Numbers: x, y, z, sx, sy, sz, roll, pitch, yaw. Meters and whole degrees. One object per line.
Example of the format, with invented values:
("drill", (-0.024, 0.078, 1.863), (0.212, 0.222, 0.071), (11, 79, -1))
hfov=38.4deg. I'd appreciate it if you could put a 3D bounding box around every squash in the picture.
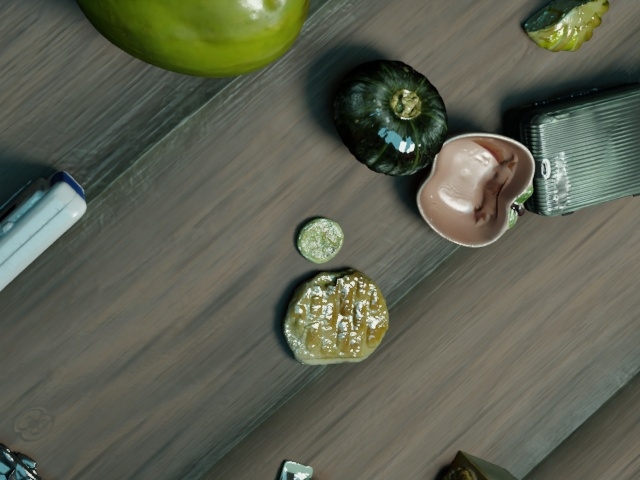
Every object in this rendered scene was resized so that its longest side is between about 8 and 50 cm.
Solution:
("squash", (0.111, -0.198, 1.485), (0.193, 0.156, 0.193), (8, 78, -40))

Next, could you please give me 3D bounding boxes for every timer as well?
("timer", (-0.456, 0.000, 1.340), (0.253, 0.178, 0.078), (-43, 109, -4))

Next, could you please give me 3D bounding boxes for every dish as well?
("dish", (0.260, -0.102, 1.591), (0.213, 0.090, 0.213), (-3, 115, -7))

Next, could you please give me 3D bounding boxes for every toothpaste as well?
("toothpaste", (-0.078, 0.509, 1.688), (0.062, 0.037, 0.216), (22, 92, -26))

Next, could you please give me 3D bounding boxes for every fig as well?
("fig", (-0.177, -0.377, 1.266), (0.343, 0.343, 0.343), (-5, 106, -17))

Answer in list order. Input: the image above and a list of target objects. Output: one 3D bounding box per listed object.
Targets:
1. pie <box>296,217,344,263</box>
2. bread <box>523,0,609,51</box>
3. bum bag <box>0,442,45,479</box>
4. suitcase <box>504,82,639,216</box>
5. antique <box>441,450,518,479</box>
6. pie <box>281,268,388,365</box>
("pie", (0.000, -0.002, 1.579), (0.084, 0.021, 0.084), (-4, 108, -14))
("bread", (0.432, -0.375, 1.597), (0.157, 0.083, 0.094), (-17, 122, -15))
("bum bag", (-0.478, 0.438, 1.518), (0.123, 0.060, 0.248), (-48, 114, -2))
("suitcase", (0.486, -0.169, 1.639), (0.312, 0.128, 0.202), (-14, 109, -14))
("antique", (0.304, 0.507, 1.753), (0.148, 0.152, 0.147), (27, 94, -21))
("pie", (0.028, 0.135, 1.613), (0.195, 0.046, 0.195), (-6, 108, -17))
